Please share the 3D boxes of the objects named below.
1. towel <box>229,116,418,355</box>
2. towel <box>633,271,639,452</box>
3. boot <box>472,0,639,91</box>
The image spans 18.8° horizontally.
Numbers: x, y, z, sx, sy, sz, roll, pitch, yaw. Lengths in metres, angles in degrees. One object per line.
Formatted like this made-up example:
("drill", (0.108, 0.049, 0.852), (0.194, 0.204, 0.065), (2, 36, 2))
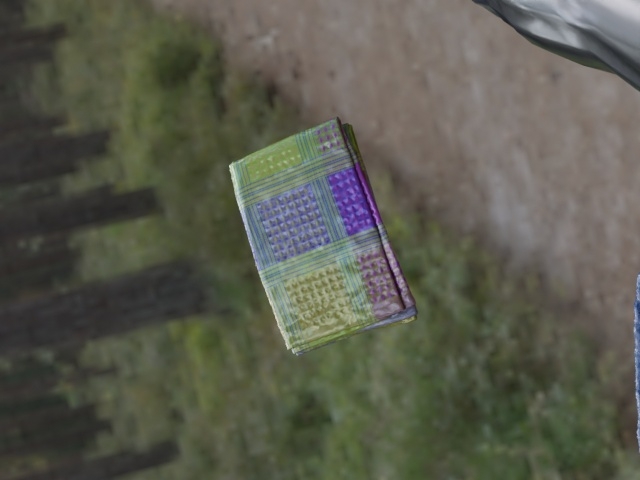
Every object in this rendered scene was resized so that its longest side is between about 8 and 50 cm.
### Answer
("towel", (0.000, 0.000, 0.749), (0.009, 0.060, 0.083), (-18, -93, -61))
("towel", (0.150, 0.036, 0.554), (0.029, 0.119, 0.067), (103, 168, -62))
("boot", (0.192, -0.114, 0.310), (0.138, 0.377, 0.284), (59, -176, -32))
